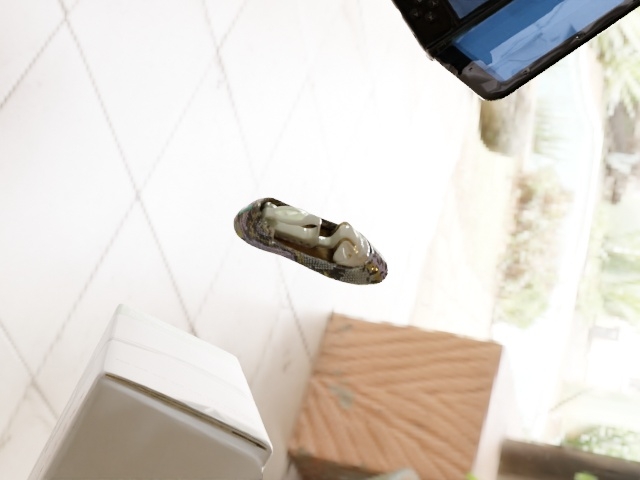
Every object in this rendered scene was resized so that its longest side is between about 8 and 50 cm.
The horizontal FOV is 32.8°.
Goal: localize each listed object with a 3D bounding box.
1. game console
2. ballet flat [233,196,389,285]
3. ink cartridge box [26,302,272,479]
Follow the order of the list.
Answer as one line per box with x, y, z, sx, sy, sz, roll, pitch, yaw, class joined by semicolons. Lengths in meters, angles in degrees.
0.107;-0.151;0.602;0.107;0.122;0.071;56;-4;-7;game console
0.000;0.000;0.719;0.041;0.114;0.041;-161;-90;-73;ballet flat
-0.136;0.168;0.735;0.198;0.115;0.273;-62;-171;0;ink cartridge box
